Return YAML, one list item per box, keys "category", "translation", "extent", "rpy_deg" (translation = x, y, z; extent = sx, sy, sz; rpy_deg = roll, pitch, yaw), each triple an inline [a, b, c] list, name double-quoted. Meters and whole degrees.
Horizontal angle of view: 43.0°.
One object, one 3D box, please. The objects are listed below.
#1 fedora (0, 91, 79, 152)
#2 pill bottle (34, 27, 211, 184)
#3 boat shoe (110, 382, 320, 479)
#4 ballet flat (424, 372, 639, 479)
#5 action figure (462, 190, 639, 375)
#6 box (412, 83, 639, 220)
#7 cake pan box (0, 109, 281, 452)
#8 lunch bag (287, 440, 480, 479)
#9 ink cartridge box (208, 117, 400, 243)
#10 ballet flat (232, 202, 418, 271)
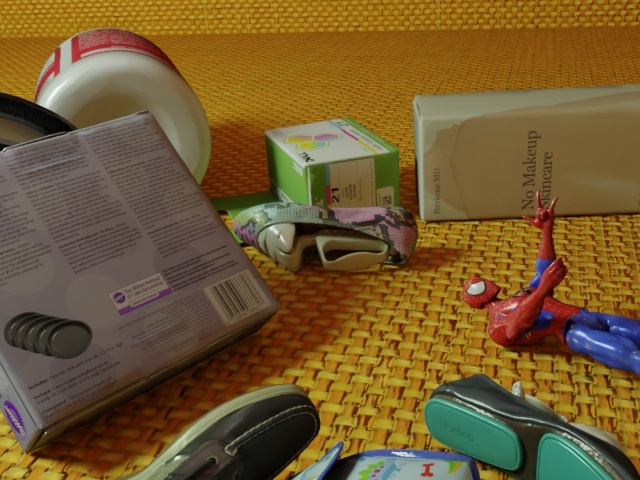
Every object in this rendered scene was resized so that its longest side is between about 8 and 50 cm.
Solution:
- category: "fedora"
  translation: [-0.382, -0.003, 0.827]
  extent: [0.334, 0.334, 0.152]
  rpy_deg: [-8, 57, -11]
- category: "pill bottle"
  translation: [-0.304, -0.189, 1.205]
  extent: [0.229, 0.229, 0.407]
  rpy_deg: [-10, 24, -14]
- category: "boat shoe"
  translation: [-0.083, 0.174, 0.525]
  extent: [0.224, 0.080, 0.073]
  rpy_deg: [-26, 40, -28]
- category: "ballet flat"
  translation: [0.162, 0.144, 0.563]
  extent: [0.074, 0.074, 0.203]
  rpy_deg: [-19, 25, -32]
- category: "action figure"
  translation: [0.241, 0.049, 0.696]
  extent: [0.280, 0.139, 0.091]
  rpy_deg: [15, 28, 41]
- category: "box"
  translation: [0.279, -0.115, 1.053]
  extent: [0.311, 0.148, 0.121]
  rpy_deg: [-4, 24, 4]
- category: "cake pan box"
  translation: [-0.197, 0.018, 0.730]
  extent: [0.267, 0.245, 0.070]
  rpy_deg: [-27, -12, -40]
- category: "lunch bag"
  translation: [0.010, 0.186, 0.466]
  extent: [0.151, 0.096, 0.129]
  rpy_deg: [-8, 20, 34]
- category: "ink cartridge box"
  translation: [-0.046, -0.082, 1.083]
  extent: [0.255, 0.097, 0.189]
  rpy_deg: [-10, 24, -17]
- category: "ballet flat"
  translation: [0.000, 0.000, 0.932]
  extent: [0.222, 0.077, 0.079]
  rpy_deg: [1, 47, 11]
